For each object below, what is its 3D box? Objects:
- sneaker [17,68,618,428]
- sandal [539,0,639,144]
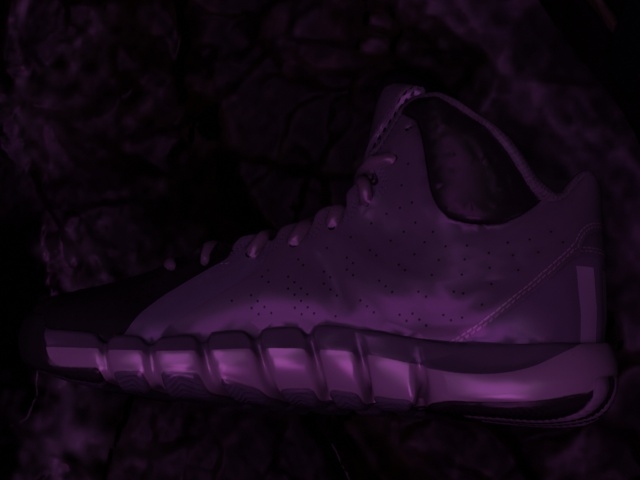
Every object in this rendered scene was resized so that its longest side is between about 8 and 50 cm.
[{"bbox_3d":[0.000,0.000,0.547,0.229,0.086,0.132,3,80,12],"label":"sneaker"},{"bbox_3d":[0.134,-0.103,0.496,0.086,0.120,0.303,-22,77,-11],"label":"sandal"}]
